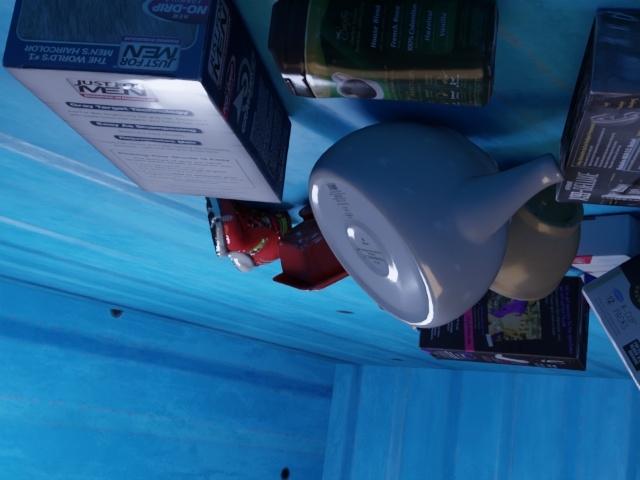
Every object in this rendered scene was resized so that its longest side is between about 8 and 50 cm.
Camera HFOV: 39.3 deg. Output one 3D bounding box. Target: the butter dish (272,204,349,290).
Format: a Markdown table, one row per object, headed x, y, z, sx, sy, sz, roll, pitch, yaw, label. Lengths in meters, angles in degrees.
| x | y | z | sx | sy | sz | roll | pitch | yaw | label |
| --- | --- | --- | --- | --- | --- | --- | --- | --- | --- |
| 0.000 | 0.000 | 1.407 | 0.160 | 0.118 | 0.160 | -26 | -167 | -20 | butter dish |

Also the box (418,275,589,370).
| x | y | z | sx | sy | sz | roll | pitch | yaw | label |
| --- | --- | --- | --- | --- | --- | --- | --- | --- | --- |
| 0.324 | 0.140 | 1.570 | 0.270 | 0.143 | 0.165 | 2 | 167 | 21 | box |

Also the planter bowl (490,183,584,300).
| x | y | z | sx | sy | sz | roll | pitch | yaw | label |
| --- | --- | --- | --- | --- | --- | --- | --- | --- | --- |
| 0.256 | -0.021 | 1.109 | 0.162 | 0.162 | 0.109 | 12 | 140 | -18 | planter bowl |

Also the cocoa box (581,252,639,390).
| x | y | z | sx | sy | sz | roll | pitch | yaw | label |
| --- | --- | --- | --- | --- | --- | --- | --- | --- | --- |
| 0.549 | 0.168 | 1.173 | 0.228 | 0.347 | 0.231 | -34 | 150 | 20 | cocoa box |

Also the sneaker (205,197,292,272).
| x | y | z | sx | sy | sz | roll | pitch | yaw | label |
| --- | --- | --- | --- | --- | --- | --- | --- | --- | --- |
| -0.108 | -0.025 | 1.444 | 0.118 | 0.107 | 0.279 | -14 | 167 | 8 | sneaker |

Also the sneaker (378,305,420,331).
| x | y | z | sx | sy | sz | roll | pitch | yaw | label |
| --- | --- | --- | --- | --- | --- | --- | --- | --- | --- |
| 0.206 | 0.168 | 2.076 | 0.185 | 0.083 | 0.070 | -5 | 162 | 43 | sneaker |

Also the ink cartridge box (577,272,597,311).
| x | y | z | sx | sy | sz | roll | pitch | yaw | label |
| --- | --- | --- | --- | --- | --- | --- | --- | --- | --- |
| 0.569 | 0.103 | 1.675 | 0.206 | 0.045 | 0.208 | 9 | 168 | -5 | ink cartridge box |

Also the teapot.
| x | y | z | sx | sy | sz | roll | pitch | yaw | label |
| --- | --- | --- | --- | --- | --- | --- | --- | --- | --- |
| 0.120 | -0.039 | 1.007 | 0.256 | 0.187 | 0.252 | 42 | 158 | 29 | teapot |

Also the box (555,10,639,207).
| x | y | z | sx | sy | sz | roll | pitch | yaw | label |
| --- | --- | --- | --- | --- | --- | --- | --- | --- | --- |
| 0.355 | -0.102 | 0.827 | 0.243 | 0.076 | 0.307 | 5 | 167 | 11 | box |

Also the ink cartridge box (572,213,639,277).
| x | y | z | sx | sy | sz | roll | pitch | yaw | label |
| --- | --- | --- | --- | --- | --- | --- | --- | --- | --- |
| 0.433 | 0.013 | 1.315 | 0.109 | 0.063 | 0.150 | -5 | 163 | 43 | ink cartridge box |

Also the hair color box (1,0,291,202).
| x | y | z | sx | sy | sz | roll | pitch | yaw | label |
| --- | --- | --- | --- | --- | --- | --- | --- | --- | --- |
| -0.145 | -0.139 | 0.883 | 0.174 | 0.105 | 0.347 | 5 | 167 | 9 | hair color box |

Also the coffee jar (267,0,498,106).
| x | y | z | sx | sy | sz | roll | pitch | yaw | label |
| --- | --- | --- | --- | --- | --- | --- | --- | --- | --- |
| 0.052 | -0.159 | 0.743 | 0.184 | 0.079 | 0.096 | 4 | 169 | 10 | coffee jar |
